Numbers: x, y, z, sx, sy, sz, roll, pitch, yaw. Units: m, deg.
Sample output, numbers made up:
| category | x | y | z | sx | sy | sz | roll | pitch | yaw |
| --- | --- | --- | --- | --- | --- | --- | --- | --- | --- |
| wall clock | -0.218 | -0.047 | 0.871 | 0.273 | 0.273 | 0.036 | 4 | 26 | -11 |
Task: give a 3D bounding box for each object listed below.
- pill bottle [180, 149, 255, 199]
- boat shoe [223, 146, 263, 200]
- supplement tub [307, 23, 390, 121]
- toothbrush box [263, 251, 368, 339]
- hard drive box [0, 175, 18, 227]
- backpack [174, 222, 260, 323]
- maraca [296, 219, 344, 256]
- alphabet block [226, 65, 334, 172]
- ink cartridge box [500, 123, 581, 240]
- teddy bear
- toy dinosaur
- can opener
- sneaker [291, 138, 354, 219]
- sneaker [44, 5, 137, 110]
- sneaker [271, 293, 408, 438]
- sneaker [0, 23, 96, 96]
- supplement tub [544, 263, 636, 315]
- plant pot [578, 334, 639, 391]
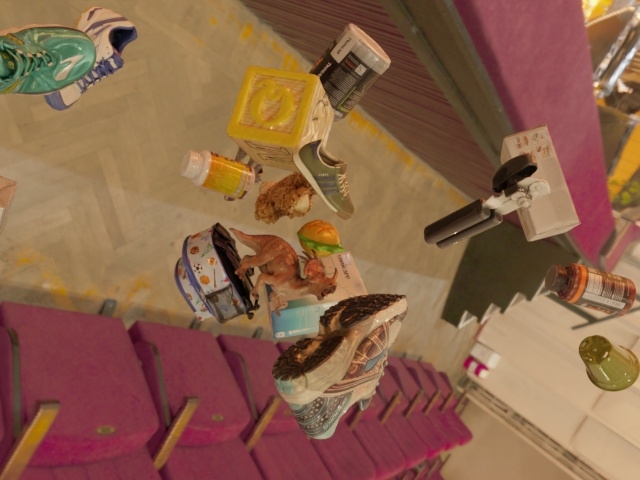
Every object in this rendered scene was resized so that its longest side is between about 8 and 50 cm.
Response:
| category | x | y | z | sx | sy | sz | roll | pitch | yaw |
| --- | --- | --- | --- | --- | --- | --- | --- | --- | --- |
| pill bottle | -0.323 | -0.210 | 1.560 | 0.215 | 0.117 | 0.117 | 17 | 106 | -33 |
| boat shoe | -0.288 | -0.265 | 1.952 | 0.130 | 0.132 | 0.355 | 14 | 143 | -21 |
| supplement tub | 0.065 | -0.538 | 1.661 | 0.316 | 0.193 | 0.193 | -45 | 153 | 25 |
| toothbrush box | -0.022 | 0.165 | 1.544 | 0.295 | 0.216 | 0.126 | -7 | 129 | -10 |
| hard drive box | -0.889 | -0.089 | 1.247 | 0.181 | 0.089 | 0.232 | 23 | 141 | -28 |
| backpack | -0.319 | 0.093 | 1.501 | 0.213 | 0.276 | 0.263 | -19 | 115 | -4 |
| maraca | 0.000 | 0.000 | 1.348 | 0.127 | 0.186 | 0.099 | 7 | 105 | -13 |
| alphabet block | -0.093 | -0.297 | 1.250 | 0.197 | 0.193 | 0.192 | 40 | 63 | -72 |
| ink cartridge box | 0.674 | -0.165 | 1.554 | 0.130 | 0.309 | 0.272 | -17 | 171 | 15 |
| teddy bear | -0.098 | -0.141 | 1.452 | 0.113 | 0.338 | 0.245 | 38 | 88 | -20 |
| toy dinosaur | -0.095 | 0.058 | 1.253 | 0.200 | 0.296 | 0.127 | -39 | 167 | 2 |
| can opener | 0.328 | -0.066 | 1.000 | 0.074 | 0.093 | 0.280 | 20 | 143 | -29 |
| sneaker | 0.029 | -0.137 | 1.081 | 0.086 | 0.192 | 0.064 | -35 | -165 | 27 |
| sneaker | -0.563 | -0.444 | 1.219 | 0.112 | 0.131 | 0.296 | 80 | 32 | -75 |
| sneaker | 0.043 | 0.168 | 0.714 | 0.283 | 0.110 | 0.122 | -30 | 108 | -46 |
| sneaker | -0.459 | -0.258 | 0.733 | 0.275 | 0.110 | 0.107 | -30 | 124 | -39 |
| supplement tub | 0.695 | 0.122 | 1.290 | 0.106 | 0.198 | 0.106 | 16 | 90 | -85 |
| plant pot | 0.467 | 0.195 | 0.818 | 0.079 | 0.083 | 0.083 | 37 | 87 | -31 |
